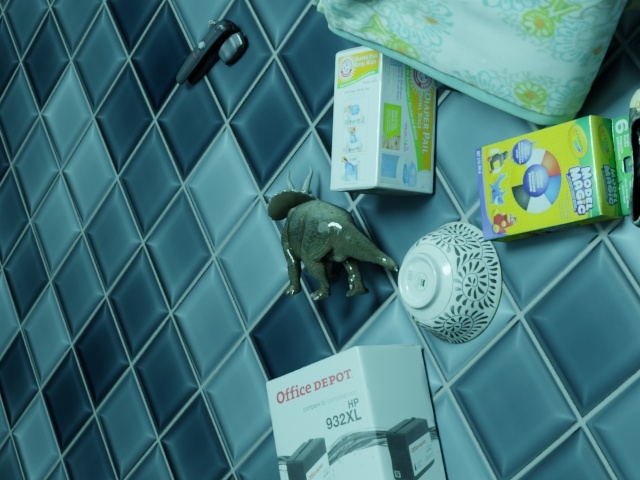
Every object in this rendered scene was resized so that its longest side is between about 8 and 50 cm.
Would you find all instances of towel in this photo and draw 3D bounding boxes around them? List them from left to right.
[{"bbox_3d":[0.165,-0.300,1.444,0.320,0.374,0.090,92,-157,-65],"label":"towel"}]

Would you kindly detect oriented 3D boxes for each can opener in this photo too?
[{"bbox_3d":[-0.202,-0.328,2.151,0.186,0.059,0.073,-33,63,43],"label":"can opener"}]

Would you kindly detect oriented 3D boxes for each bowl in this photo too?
[{"bbox_3d":[0.160,0.056,1.677,0.170,0.080,0.170,-6,82,49],"label":"bowl"}]

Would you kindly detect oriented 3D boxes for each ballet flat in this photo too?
[{"bbox_3d":[0.389,-0.098,1.442,0.057,0.049,0.173,-11,79,48],"label":"ballet flat"}]

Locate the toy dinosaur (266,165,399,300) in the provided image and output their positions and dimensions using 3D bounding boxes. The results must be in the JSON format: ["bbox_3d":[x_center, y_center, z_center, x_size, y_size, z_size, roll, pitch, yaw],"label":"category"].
[{"bbox_3d":[0.000,0.000,1.808,0.313,0.121,0.160,26,131,64],"label":"toy dinosaur"}]

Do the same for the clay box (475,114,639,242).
[{"bbox_3d":[0.298,-0.078,1.546,0.222,0.053,0.127,-15,76,49],"label":"clay box"}]

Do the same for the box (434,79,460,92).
[{"bbox_3d":[0.234,-0.327,1.636,0.232,0.059,0.183,-25,68,46],"label":"box"}]

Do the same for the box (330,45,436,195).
[{"bbox_3d":[0.091,-0.169,1.749,0.103,0.114,0.203,-1,86,51],"label":"box"}]

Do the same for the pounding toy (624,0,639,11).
[{"bbox_3d":[0.410,-0.356,1.407,0.181,0.094,0.206,42,121,21],"label":"pounding toy"}]

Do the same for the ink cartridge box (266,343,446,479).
[{"bbox_3d":[0.055,0.322,1.742,0.223,0.129,0.307,-27,67,46],"label":"ink cartridge box"}]
